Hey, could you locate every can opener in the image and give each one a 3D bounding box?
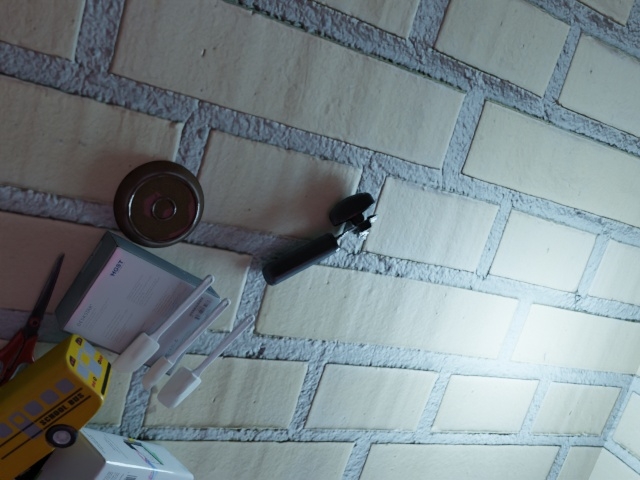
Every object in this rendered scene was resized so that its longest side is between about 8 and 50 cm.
[{"bbox_3d":[0.000,0.000,1.382,0.280,0.074,0.093,-32,87,-16],"label":"can opener"}]

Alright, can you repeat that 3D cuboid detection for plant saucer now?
[{"bbox_3d":[-0.290,-0.061,1.217,0.168,0.029,0.169,-11,115,-24],"label":"plant saucer"}]

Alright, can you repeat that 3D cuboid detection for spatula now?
[{"bbox_3d":[-0.246,0.190,1.242,0.242,0.019,0.168,-46,119,-6],"label":"spatula"}]

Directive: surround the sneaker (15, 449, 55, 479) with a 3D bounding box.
[{"bbox_3d":[-0.514,0.406,1.249,0.121,0.079,0.217,-10,115,-26],"label":"sneaker"}]

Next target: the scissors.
[{"bbox_3d":[-0.512,0.164,1.194,0.109,0.021,0.297,39,88,-31],"label":"scissors"}]

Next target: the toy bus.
[{"bbox_3d":[-0.511,0.314,1.140,0.332,0.108,0.130,-36,115,7],"label":"toy bus"}]

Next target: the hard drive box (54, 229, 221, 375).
[{"bbox_3d":[-0.333,0.119,1.227,0.232,0.089,0.181,34,91,-34],"label":"hard drive box"}]

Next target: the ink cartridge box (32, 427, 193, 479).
[{"bbox_3d":[-0.402,0.483,1.252,0.201,0.117,0.278,-55,147,-7],"label":"ink cartridge box"}]
